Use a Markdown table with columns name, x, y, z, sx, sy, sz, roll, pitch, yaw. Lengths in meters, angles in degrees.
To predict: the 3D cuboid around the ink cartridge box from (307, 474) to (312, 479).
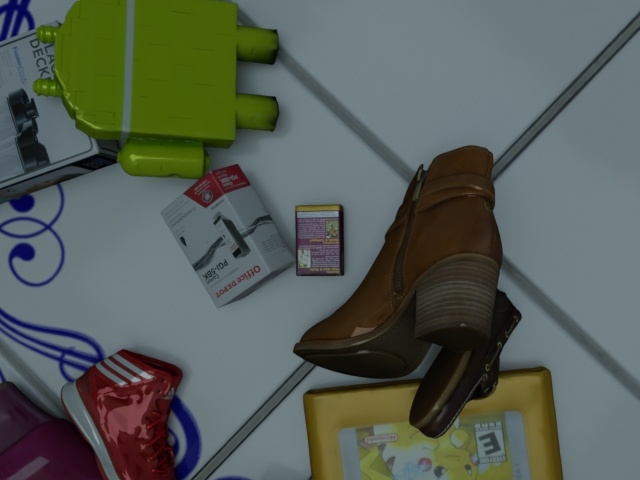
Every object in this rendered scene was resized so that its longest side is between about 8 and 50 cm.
| name | x | y | z | sx | sy | sz | roll | pitch | yaw |
| --- | --- | --- | --- | --- | --- | --- | --- | --- | --- |
| ink cartridge box | -0.076 | 0.346 | 0.967 | 0.060 | 0.104 | 0.180 | 24 | 91 | 7 |

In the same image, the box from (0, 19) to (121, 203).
| name | x | y | z | sx | sy | sz | roll | pitch | yaw |
| --- | --- | --- | --- | --- | --- | --- | --- | --- | --- |
| box | -0.404 | -0.132 | 1.021 | 0.290 | 0.087 | 0.169 | -17 | 88 | 6 |

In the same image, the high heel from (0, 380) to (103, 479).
| name | x | y | z | sx | sy | sz | roll | pitch | yaw |
| --- | --- | --- | --- | --- | --- | --- | --- | --- | --- |
| high heel | -0.417 | 0.361 | 0.988 | 0.181 | 0.127 | 0.377 | 35 | 89 | 16 |

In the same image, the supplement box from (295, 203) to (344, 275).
| name | x | y | z | sx | sy | sz | roll | pitch | yaw |
| --- | --- | --- | --- | --- | --- | --- | --- | --- | --- |
| supplement box | 0.000 | 0.000 | 0.995 | 0.055 | 0.043 | 0.083 | 0 | 88 | 7 |

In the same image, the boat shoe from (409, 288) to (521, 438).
| name | x | y | z | sx | sy | sz | roll | pitch | yaw |
| --- | --- | --- | --- | --- | --- | --- | --- | --- | --- |
| boat shoe | 0.165 | 0.133 | 0.917 | 0.073 | 0.073 | 0.207 | 41 | 55 | -9 |

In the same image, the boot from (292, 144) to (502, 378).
| name | x | y | z | sx | sy | sz | roll | pitch | yaw |
| --- | --- | --- | --- | --- | --- | --- | --- | --- | --- |
| boot | 0.083 | 0.027 | 0.944 | 0.109 | 0.283 | 0.220 | 23 | 58 | -27 |

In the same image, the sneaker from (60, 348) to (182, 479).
| name | x | y | z | sx | sy | sz | roll | pitch | yaw |
| --- | --- | --- | --- | --- | --- | --- | --- | --- | --- |
| sneaker | -0.196 | 0.225 | 0.992 | 0.128 | 0.087 | 0.221 | -38 | 86 | 6 |

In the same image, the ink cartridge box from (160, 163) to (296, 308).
| name | x | y | z | sx | sy | sz | roll | pitch | yaw |
| --- | --- | --- | --- | --- | --- | --- | --- | --- | --- |
| ink cartridge box | -0.107 | -0.004 | 0.983 | 0.099 | 0.056 | 0.135 | -35 | 84 | 33 |

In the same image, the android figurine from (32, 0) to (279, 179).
| name | x | y | z | sx | sy | sz | roll | pitch | yaw |
| --- | --- | --- | --- | --- | --- | --- | --- | --- | --- |
| android figurine | -0.183 | -0.193 | 0.967 | 0.273 | 0.056 | 0.248 | 1 | 82 | -15 |

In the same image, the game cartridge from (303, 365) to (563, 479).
| name | x | y | z | sx | sy | sz | roll | pitch | yaw |
| --- | --- | --- | --- | --- | --- | --- | --- | --- | --- |
| game cartridge | 0.137 | 0.318 | 0.970 | 0.285 | 0.053 | 0.323 | -7 | 87 | 6 |
